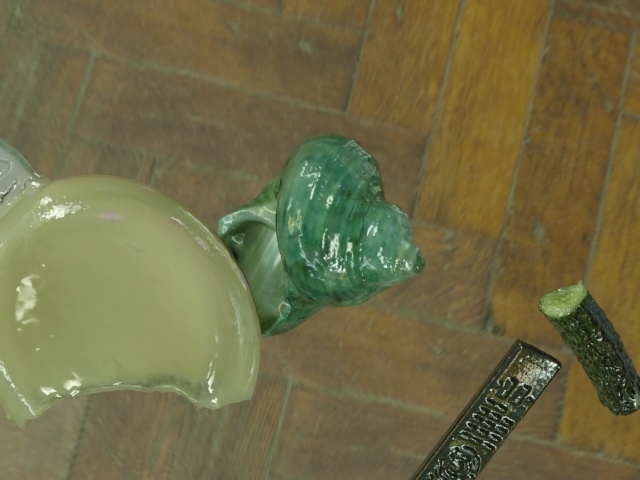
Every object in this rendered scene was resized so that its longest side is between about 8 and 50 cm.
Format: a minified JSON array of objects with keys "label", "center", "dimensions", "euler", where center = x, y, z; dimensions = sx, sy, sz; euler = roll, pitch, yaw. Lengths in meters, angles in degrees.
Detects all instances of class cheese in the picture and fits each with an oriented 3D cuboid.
[{"label":"cheese","center":[-0.139,-0.001,0.806],"dimensions":[0.163,0.071,0.249],"euler":[-21,94,-5]}]

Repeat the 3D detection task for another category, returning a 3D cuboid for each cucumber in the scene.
[{"label":"cucumber","center":[0.293,0.115,1.460],"dimensions":[0.058,0.187,0.058],"euler":[-22,40,20]}]

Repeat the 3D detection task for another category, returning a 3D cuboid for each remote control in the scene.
[{"label":"remote control","center":[0.154,0.206,1.419],"dimensions":[0.063,0.025,0.245],"euler":[30,105,-22]}]

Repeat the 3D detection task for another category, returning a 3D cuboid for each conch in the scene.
[{"label":"conch","center":[0.003,0.001,1.248],"dimensions":[0.134,0.202,0.196],"euler":[0,100,-29]}]
